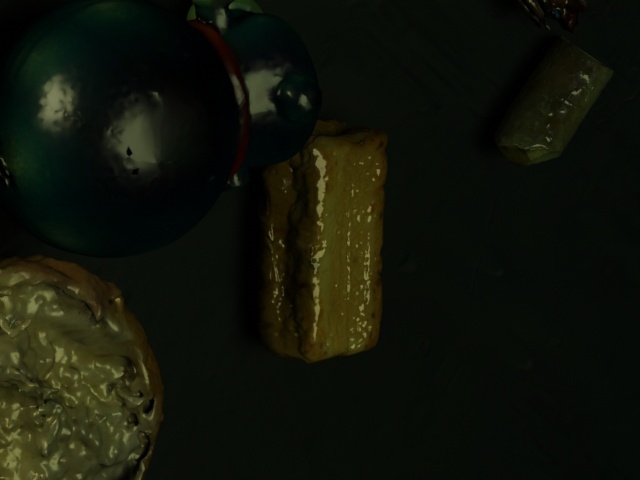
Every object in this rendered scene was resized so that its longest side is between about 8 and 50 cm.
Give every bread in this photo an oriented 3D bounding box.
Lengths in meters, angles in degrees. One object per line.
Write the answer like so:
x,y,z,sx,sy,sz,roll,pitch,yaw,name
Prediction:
0.000,0.000,1.696,0.114,0.083,0.211,-6,105,-43,bread
-0.253,0.133,1.489,0.274,0.149,0.274,-14,114,-34,bread

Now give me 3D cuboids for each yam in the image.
0.219,-0.127,1.847,0.070,0.070,0.146,44,73,-37,yam

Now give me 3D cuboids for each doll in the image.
-0.130,-0.099,1.505,0.322,0.186,0.198,-26,116,-34,doll

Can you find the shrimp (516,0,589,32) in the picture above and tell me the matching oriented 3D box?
0.217,-0.342,1.794,0.222,0.054,0.290,-31,111,-29,shrimp
